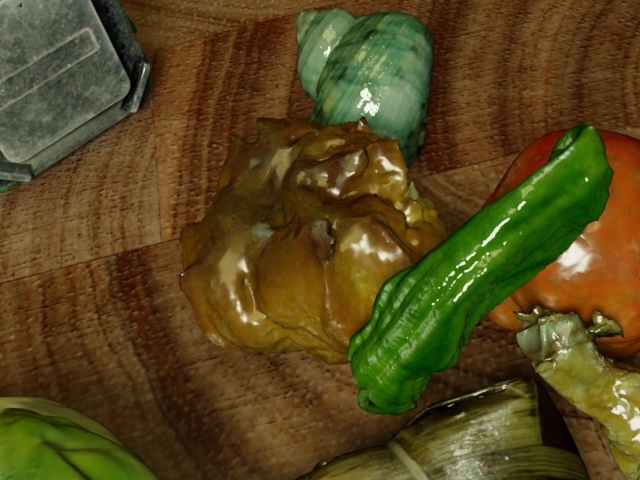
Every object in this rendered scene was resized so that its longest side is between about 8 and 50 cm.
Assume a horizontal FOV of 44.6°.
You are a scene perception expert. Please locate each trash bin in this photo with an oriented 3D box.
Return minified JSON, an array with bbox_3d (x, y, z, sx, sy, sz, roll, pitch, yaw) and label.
[{"bbox_3d":[-0.412,-0.272,0.905,0.259,0.295,0.381,-40,49,-19],"label":"trash bin"}]

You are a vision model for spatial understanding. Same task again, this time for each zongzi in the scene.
[{"bbox_3d":[0.048,0.242,0.471,0.289,0.134,0.285,-15,38,3],"label":"zongzi"}]

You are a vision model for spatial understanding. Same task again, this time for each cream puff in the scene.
[{"bbox_3d":[0.000,0.000,0.672,0.269,0.155,0.241,11,63,39],"label":"cream puff"}]

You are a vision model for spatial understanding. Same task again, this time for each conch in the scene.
[{"bbox_3d":[0.042,-0.166,0.817,0.176,0.122,0.188,-42,48,8],"label":"conch"}]

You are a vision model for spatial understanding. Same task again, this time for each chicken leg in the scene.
[{"bbox_3d":[0.227,0.123,0.526,0.228,0.088,0.103,30,62,-7],"label":"chicken leg"}]

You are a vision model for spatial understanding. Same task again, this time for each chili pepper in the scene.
[{"bbox_3d":[0.098,0.031,0.523,0.257,0.100,0.074,-45,73,20],"label":"chili pepper"}]

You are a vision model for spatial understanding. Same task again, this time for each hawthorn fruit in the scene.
[{"bbox_3d":[0.210,0.001,0.617,0.189,0.189,0.189,-6,51,8],"label":"hawthorn fruit"}]

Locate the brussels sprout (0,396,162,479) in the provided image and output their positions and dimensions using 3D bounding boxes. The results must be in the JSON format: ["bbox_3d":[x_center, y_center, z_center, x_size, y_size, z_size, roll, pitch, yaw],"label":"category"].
[{"bbox_3d":[-0.214,0.227,0.496,0.260,0.227,0.294,-12,40,-16],"label":"brussels sprout"}]
